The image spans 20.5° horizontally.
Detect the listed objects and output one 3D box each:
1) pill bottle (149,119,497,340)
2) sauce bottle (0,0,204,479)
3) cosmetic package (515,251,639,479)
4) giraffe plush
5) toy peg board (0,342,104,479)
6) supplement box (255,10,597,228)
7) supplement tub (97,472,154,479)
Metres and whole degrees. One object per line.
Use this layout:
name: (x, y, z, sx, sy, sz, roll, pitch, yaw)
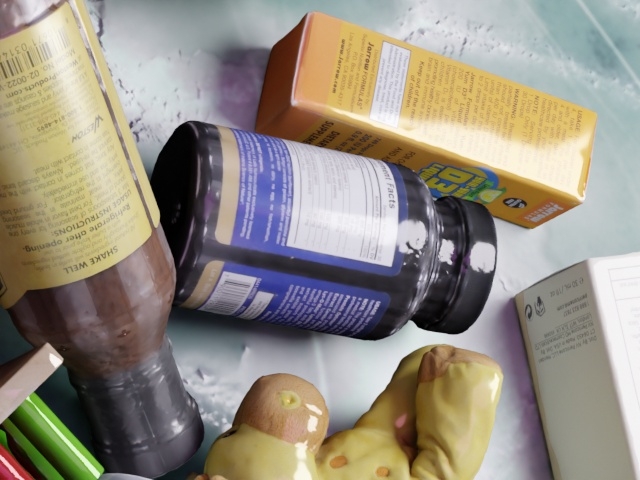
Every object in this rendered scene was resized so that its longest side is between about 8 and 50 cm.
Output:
pill bottle: (0.000, 0.000, 1.174, 0.219, 0.123, 0.122, 12, 70, -21)
sauce bottle: (-0.151, -0.011, 1.044, 0.111, 0.111, 0.344, -32, 120, -28)
cosmetic package: (0.257, 0.165, 1.245, 0.160, 0.113, 0.309, -4, 77, -25)
giraffe plush: (0.004, 0.151, 1.114, 0.170, 0.181, 0.210, 14, 52, -7)
toy peg board: (-0.209, 0.151, 1.018, 0.079, 0.161, 0.160, 48, 62, -9)
supplement box: (0.077, -0.083, 1.259, 0.233, 0.078, 0.080, 16, 69, -18)
supplement tub: (-0.136, 0.305, 0.985, 0.193, 0.193, 0.316, 39, 64, -9)
